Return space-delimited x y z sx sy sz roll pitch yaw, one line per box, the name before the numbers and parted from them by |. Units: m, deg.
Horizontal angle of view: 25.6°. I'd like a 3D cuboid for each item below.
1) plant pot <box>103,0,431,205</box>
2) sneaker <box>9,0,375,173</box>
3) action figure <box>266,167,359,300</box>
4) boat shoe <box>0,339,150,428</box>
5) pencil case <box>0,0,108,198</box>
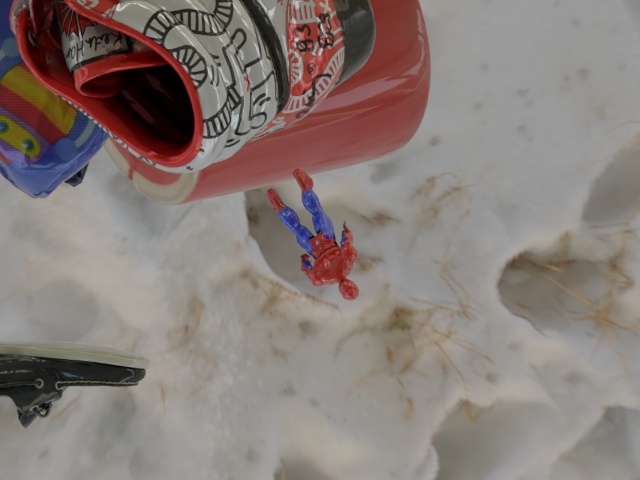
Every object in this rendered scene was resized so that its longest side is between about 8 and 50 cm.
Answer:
plant pot | -0.074 -0.165 1.303 0.243 0.275 0.275 -27 96 -32
sneaker | -0.092 -0.158 0.614 0.145 0.090 0.270 -41 102 -43
action figure | 0.000 0.000 0.854 0.038 0.115 0.030 -33 128 3
boat shoe | -0.392 0.184 1.803 0.340 0.127 0.113 5 88 -15
pencil case | -0.228 -0.144 0.729 0.306 0.133 0.119 34 116 -16
